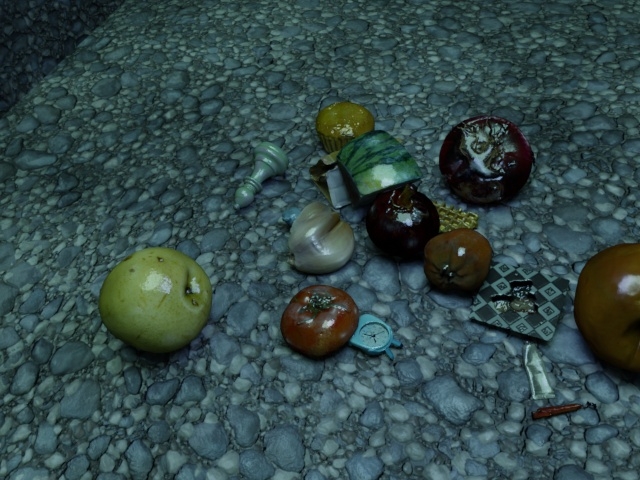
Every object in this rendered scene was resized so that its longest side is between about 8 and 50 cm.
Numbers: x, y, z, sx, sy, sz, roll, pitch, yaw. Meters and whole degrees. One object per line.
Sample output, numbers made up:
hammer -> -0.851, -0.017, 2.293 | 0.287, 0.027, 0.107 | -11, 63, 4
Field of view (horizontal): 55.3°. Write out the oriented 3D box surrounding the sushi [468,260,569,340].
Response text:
sushi -> 0.573, 0.181, 1.765 | 0.232, 0.047, 0.219 | 15, 55, 25

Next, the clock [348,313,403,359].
clock -> 0.156, 0.278, 1.723 | 0.147, 0.045, 0.108 | 26, 56, 26

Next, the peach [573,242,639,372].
peach -> 0.835, 0.162, 1.574 | 0.343, 0.342, 0.301 | 14, 28, 19

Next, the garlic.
garlic -> 0.000, 0.000, 1.924 | 0.217, 0.110, 0.228 | 39, 71, 5

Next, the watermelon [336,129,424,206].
watermelon -> 0.186, -0.227, 2.030 | 0.213, 0.201, 0.261 | -21, 57, -11

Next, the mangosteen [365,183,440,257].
mangosteen -> 0.256, -0.076, 1.890 | 0.236, 0.261, 0.235 | -2, 48, 2

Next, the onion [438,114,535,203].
onion -> 0.560, -0.267, 2.065 | 0.314, 0.232, 0.313 | -2, 79, 12

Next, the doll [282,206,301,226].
doll -> -0.045, -0.054, 2.048 | 0.180, 0.075, 0.120 | 24, 13, 2

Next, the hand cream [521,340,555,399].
hand cream -> 0.573, 0.344, 1.629 | 0.057, 0.037, 0.165 | -6, 54, 1

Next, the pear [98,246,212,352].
pear -> -0.468, 0.171, 1.735 | 0.310, 0.309, 0.309 | -3, 47, 4

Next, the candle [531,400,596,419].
candle -> 0.617, 0.427, 1.548 | 0.168, 0.021, 0.026 | -10, 48, -2

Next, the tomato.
tomato -> -0.011, 0.211, 1.743 | 0.237, 0.095, 0.236 | -13, 41, 11

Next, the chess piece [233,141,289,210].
chess piece -> -0.234, -0.214, 2.186 | 0.139, 0.139, 0.271 | 22, 65, 24

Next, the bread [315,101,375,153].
bread -> 0.094, -0.428, 2.318 | 0.240, 0.139, 0.239 | -3, 47, 3

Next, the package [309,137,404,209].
package -> 0.136, -0.280, 2.160 | 0.312, 0.165, 0.221 | -21, 49, -13

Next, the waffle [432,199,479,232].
waffle -> 0.426, -0.081, 2.022 | 0.192, 0.046, 0.160 | -4, 48, 2

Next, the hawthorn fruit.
hawthorn fruit -> 0.421, 0.042, 1.828 | 0.200, 0.199, 0.251 | 21, 38, 24
